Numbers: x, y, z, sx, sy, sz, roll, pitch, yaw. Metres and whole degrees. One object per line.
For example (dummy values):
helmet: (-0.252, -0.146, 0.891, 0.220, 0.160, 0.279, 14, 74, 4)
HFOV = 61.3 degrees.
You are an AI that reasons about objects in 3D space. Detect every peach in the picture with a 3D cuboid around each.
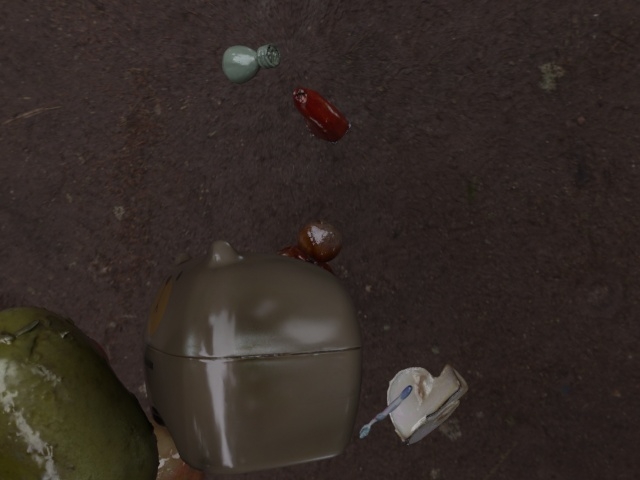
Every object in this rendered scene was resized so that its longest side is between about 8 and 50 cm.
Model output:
peach: (-0.447, 0.614, 1.448, 0.292, 0.247, 0.292, 3, 145, 2)

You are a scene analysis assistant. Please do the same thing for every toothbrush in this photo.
toothbrush: (0.168, 0.454, 1.419, 0.021, 0.027, 0.269, 24, 129, -10)

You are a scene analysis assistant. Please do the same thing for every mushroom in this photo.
mushroom: (0.296, 0.446, 1.552, 0.236, 0.173, 0.162, -43, 62, 1)

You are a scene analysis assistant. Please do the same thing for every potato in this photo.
potato: (-0.382, 0.255, 0.761, 0.270, 0.219, 0.359, -1, 117, 35)

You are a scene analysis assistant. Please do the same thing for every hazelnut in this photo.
hazelnut: (0.000, 0.000, 1.008, 0.086, 0.086, 0.086, -1, 109, -3)

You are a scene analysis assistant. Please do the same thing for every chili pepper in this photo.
chili pepper: (-0.010, -0.226, 0.931, 0.088, 0.169, 0.064, 26, 92, 17)

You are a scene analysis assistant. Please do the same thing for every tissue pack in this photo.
tissue pack: (-0.114, 0.150, 0.791, 0.267, 0.387, 0.276, 5, 84, -24)

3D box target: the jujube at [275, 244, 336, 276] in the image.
jujube: (-0.042, 0.153, 1.548, 0.197, 0.197, 0.290, -21, 104, 4)

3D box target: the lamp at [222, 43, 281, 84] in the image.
lamp: (-0.198, -0.503, 1.522, 0.193, 0.106, 0.106, 2, 114, 37)

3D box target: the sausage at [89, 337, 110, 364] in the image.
sausage: (-0.492, 0.300, 1.063, 0.148, 0.254, 0.148, -1, 127, -1)
